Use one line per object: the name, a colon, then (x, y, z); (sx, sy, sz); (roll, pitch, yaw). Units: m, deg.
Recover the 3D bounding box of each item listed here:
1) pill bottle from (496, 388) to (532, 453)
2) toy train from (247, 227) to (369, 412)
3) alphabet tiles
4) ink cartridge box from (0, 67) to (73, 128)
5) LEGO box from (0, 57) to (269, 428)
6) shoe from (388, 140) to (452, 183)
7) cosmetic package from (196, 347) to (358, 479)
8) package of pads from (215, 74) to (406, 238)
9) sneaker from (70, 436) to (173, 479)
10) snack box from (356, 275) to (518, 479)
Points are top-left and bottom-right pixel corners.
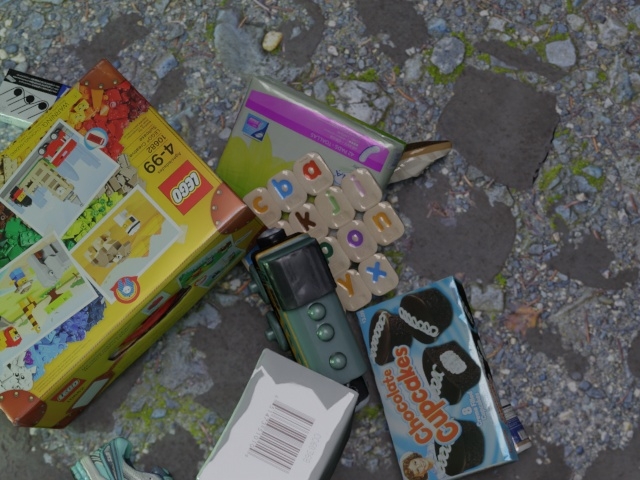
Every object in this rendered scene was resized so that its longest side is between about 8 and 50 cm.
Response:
pill bottle: (0.303, 0.311, 1.682); (0.067, 0.067, 0.120); (-24, 72, -9)
toy train: (-0.017, 0.136, 1.641); (0.142, 0.190, 0.333); (-23, 97, -11)
alphabet tiles: (0.000, 0.000, 1.733); (0.284, 0.021, 0.278); (-33, 94, 18)
ink cartridge box: (-0.515, -0.253, 1.894); (0.207, 0.046, 0.097); (17, 72, 6)
LEGO box: (-0.402, 0.011, 1.670); (0.500, 0.193, 0.372); (-44, 75, -2)
shoe: (0.144, -0.139, 1.852); (0.219, 0.076, 0.058); (-16, 106, -5)
cosmetic package: (-0.057, 0.329, 1.507); (0.156, 0.385, 0.217); (25, 70, 7)
package of pads: (-0.027, -0.132, 1.774); (0.297, 0.101, 0.229); (27, 107, 9)
sneaker: (-0.278, 0.436, 1.614); (0.122, 0.110, 0.283); (-42, 76, -17)
snack box: (0.193, 0.242, 1.674); (0.187, 0.060, 0.321); (-23, 70, 18)
